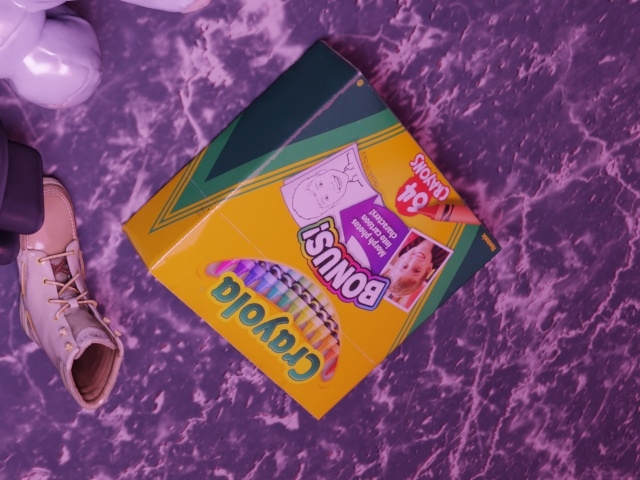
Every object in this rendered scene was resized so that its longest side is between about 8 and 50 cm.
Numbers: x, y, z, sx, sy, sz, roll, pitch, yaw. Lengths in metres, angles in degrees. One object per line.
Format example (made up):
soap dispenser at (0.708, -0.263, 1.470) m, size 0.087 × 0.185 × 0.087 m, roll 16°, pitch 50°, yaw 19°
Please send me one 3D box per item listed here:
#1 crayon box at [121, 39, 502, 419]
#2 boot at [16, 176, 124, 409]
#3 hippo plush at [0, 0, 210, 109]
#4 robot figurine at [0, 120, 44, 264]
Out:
crayon box at (0.000, 0.000, 1.668) m, size 0.313 × 0.106 × 0.363 m, roll -44°, pitch 132°, yaw 0°
boot at (-0.266, 0.055, 1.495) m, size 0.077 × 0.165 × 0.213 m, roll -14°, pitch 127°, yaw -26°
hippo plush at (-0.245, -0.226, 1.280) m, size 0.294 × 0.234 × 0.236 m, roll 25°, pitch 103°, yaw -41°
robot figurine at (-0.399, -0.057, 1.325) m, size 0.278 × 0.173 × 0.209 m, roll 15°, pitch 101°, yaw -32°
